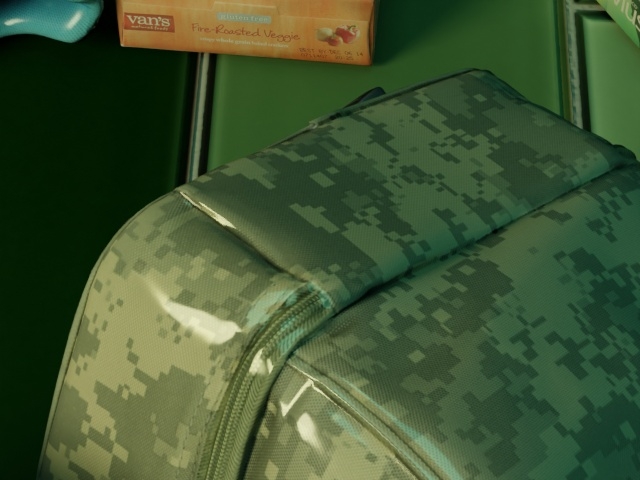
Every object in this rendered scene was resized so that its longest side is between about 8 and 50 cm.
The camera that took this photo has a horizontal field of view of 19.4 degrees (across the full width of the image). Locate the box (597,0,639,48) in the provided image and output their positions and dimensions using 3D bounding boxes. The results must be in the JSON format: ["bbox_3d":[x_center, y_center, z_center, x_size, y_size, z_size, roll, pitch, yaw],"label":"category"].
[{"bbox_3d":[0.321,-0.132,1.120,0.232,0.058,0.322,-24,57,-19],"label":"box"}]

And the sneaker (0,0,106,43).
[{"bbox_3d":[-0.288,-0.156,1.076,0.341,0.125,0.140,-14,59,-10],"label":"sneaker"}]

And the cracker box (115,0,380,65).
[{"bbox_3d":[-0.033,-0.217,1.166,0.155,0.067,0.232,5,52,3],"label":"cracker box"}]

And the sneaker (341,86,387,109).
[{"bbox_3d":[0.000,0.000,1.013,0.082,0.069,0.209,43,46,-11],"label":"sneaker"}]

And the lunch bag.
[{"bbox_3d":[0.064,0.089,0.802,0.256,0.212,0.305,33,33,27],"label":"lunch bag"}]
